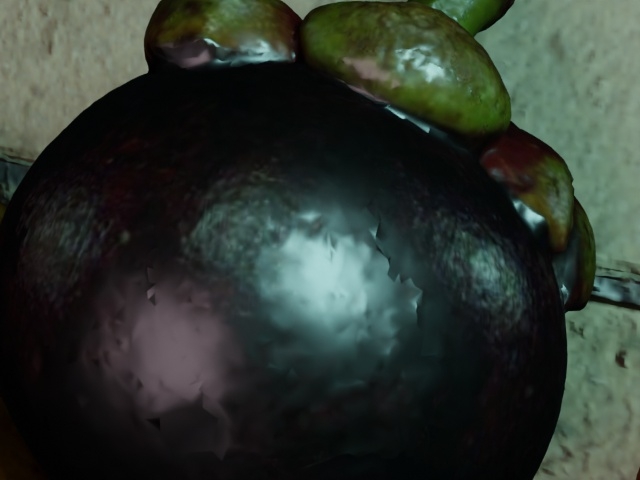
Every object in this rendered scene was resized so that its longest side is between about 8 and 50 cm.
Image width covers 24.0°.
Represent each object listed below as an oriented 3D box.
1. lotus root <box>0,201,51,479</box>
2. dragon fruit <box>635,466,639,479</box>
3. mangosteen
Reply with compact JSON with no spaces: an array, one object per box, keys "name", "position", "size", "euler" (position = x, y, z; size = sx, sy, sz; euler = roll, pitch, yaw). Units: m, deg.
[{"name":"lotus root","position":[-0.170,0.111,0.688],"size":[0.193,0.193,0.291],"euler":[-42,79,36]},{"name":"dragon fruit","position":[0.184,0.127,0.397],"size":[0.227,0.243,0.307],"euler":[62,171,19]},{"name":"mangosteen","position":[0.000,0.000,0.528],"size":[0.211,0.211,0.250],"euler":[25,86,30]}]
